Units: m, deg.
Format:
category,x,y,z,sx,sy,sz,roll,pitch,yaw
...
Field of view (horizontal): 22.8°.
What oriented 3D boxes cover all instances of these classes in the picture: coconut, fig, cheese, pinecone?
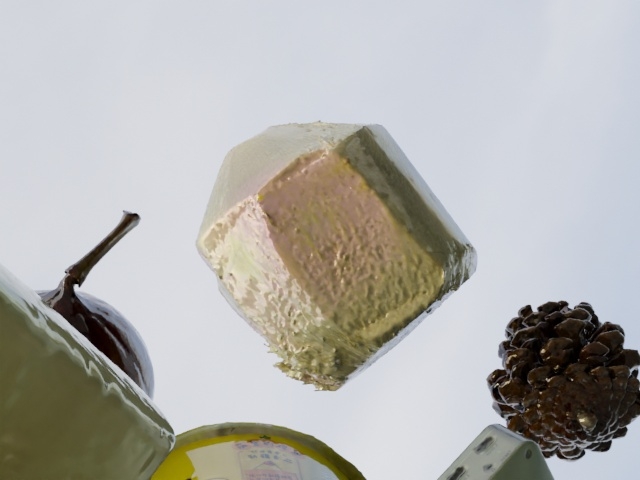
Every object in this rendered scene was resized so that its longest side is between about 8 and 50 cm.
category,x,y,z,sx,sy,sz,roll,pitch,yaw
coconut,0.000,0.000,1.512,0.233,0.233,0.245,-39,-96,-28
fig,-0.263,0.113,1.580,0.203,0.186,0.250,5,-50,-8
cheese,-0.263,0.138,1.087,0.242,0.124,0.265,-39,-44,0
pinecone,0.242,0.133,1.585,0.173,0.173,0.174,-5,-81,-38

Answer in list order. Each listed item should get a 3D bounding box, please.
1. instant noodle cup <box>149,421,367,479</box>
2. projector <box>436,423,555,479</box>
category,x,y,z,sx,sy,sz,roll,pitch,yaw
instant noodle cup,-0.067,0.362,1.509,0.325,0.254,0.326,-1,-79,-7
projector,0.130,0.328,1.368,0.257,0.079,0.259,-45,-49,-19
